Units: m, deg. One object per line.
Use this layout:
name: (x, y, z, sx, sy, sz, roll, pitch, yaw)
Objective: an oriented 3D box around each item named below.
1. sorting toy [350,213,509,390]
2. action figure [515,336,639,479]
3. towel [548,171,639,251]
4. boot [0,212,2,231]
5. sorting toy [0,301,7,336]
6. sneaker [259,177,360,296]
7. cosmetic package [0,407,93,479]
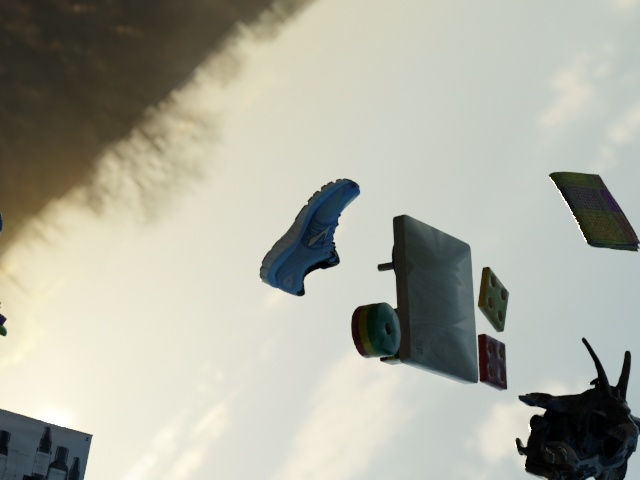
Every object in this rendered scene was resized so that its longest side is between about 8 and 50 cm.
sorting toy: (0.094, 0.059, 1.618, 0.046, 0.132, 0.274, -11, 163, 29)
action figure: (0.227, 0.229, 1.522, 0.141, 0.164, 0.276, 23, -84, 57)
towel: (0.228, -0.024, 1.495, 0.009, 0.060, 0.083, -56, -134, 37)
boot: (-0.418, 0.005, 2.177, 0.086, 0.190, 0.069, -7, 155, -31)
sorting toy: (-0.480, 0.099, 2.589, 0.042, 0.102, 0.061, -55, -144, -4)
sneaker: (0.000, 0.000, 2.116, 0.162, 0.073, 0.063, -53, 168, -11)
cosmetic package: (-0.368, 0.226, 1.929, 0.060, 0.239, 0.099, -24, -128, 54)
